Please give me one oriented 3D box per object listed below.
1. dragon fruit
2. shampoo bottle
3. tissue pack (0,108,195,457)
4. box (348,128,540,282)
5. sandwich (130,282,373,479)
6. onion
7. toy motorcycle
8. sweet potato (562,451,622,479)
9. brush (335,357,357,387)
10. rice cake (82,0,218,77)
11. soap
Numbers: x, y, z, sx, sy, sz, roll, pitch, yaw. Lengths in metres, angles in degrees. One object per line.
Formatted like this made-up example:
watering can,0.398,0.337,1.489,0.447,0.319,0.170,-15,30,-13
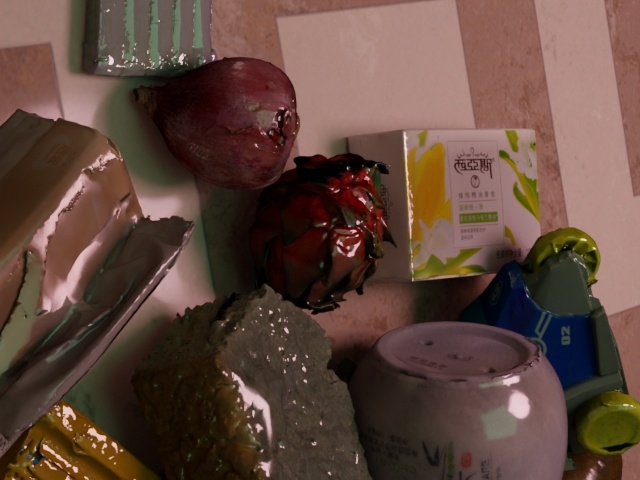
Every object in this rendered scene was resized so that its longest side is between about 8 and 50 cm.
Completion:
dragon fruit,0.000,-0.009,1.863,0.182,0.182,0.188,17,58,-40
shampoo bottle,0.164,0.253,1.917,0.273,0.273,0.266,-16,111,-42
tissue pack,-0.283,0.060,1.533,0.305,0.238,0.238,-52,120,-30
box,0.166,-0.047,2.054,0.260,0.111,0.194,-5,91,-40
sandwich,-0.065,0.212,1.747,0.262,0.131,0.325,-2,70,-60
onion,-0.120,-0.139,1.787,0.195,0.159,0.159,11,78,-7
toy motorcycle,0.297,0.134,2.067,0.191,0.200,0.326,-99,169,-56
sweet potato,0.282,0.400,2.128,0.423,0.130,0.130,-42,115,-26
brush,0.004,0.228,1.943,0.034,0.028,0.190,49,58,-29
rice cake,-0.190,-0.284,1.793,0.189,0.037,0.198,-3,90,-42
soap,-0.244,0.328,1.666,0.324,0.096,0.204,46,57,-30
